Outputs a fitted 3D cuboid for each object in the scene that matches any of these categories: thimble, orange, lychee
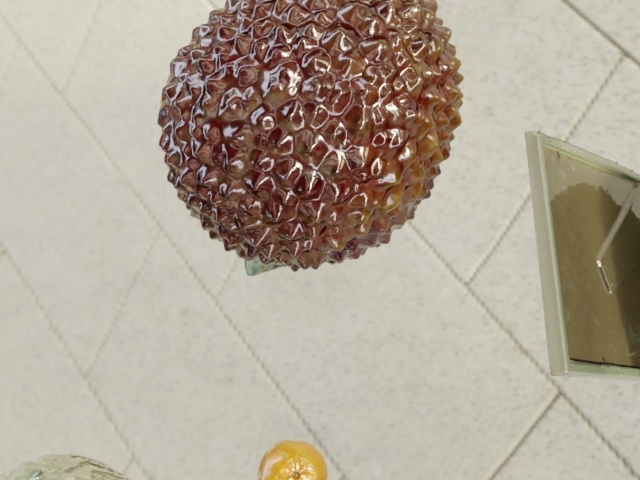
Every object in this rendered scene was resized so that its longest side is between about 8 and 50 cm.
[{"bbox_3d":[-0.141,0.169,0.694,0.062,0.110,0.084,15,68,48],"label":"thimble"},{"bbox_3d":[-0.033,0.275,1.420,0.070,0.083,0.083,95,155,-73],"label":"orange"},{"bbox_3d":[-0.006,-0.122,1.191,0.330,0.306,0.306,-34,69,49],"label":"lychee"}]

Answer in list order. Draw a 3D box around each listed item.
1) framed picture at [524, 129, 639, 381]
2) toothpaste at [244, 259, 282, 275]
[{"bbox_3d":[0.272,0.026,1.114,0.016,0.289,0.213,-13,76,35],"label":"framed picture"},{"bbox_3d":[0.000,0.000,1.708,0.060,0.233,0.038,90,157,-43],"label":"toothpaste"}]
